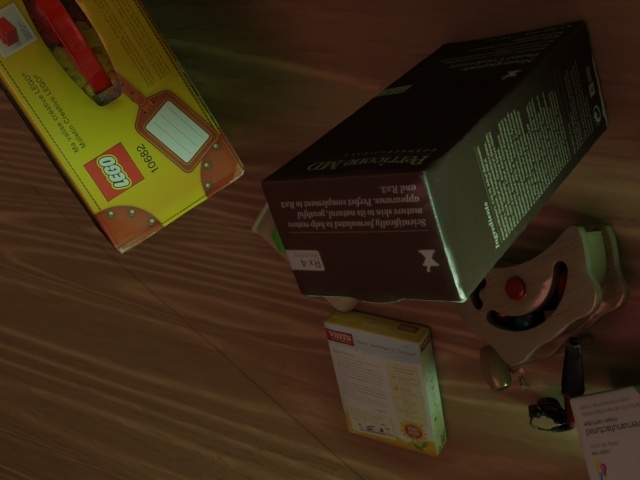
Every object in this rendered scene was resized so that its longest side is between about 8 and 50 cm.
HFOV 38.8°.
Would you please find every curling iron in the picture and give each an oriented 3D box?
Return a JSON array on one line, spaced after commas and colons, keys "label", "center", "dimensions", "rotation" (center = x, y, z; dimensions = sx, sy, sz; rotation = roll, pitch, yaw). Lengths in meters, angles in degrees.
[{"label": "curling iron", "center": [0.322, 0.199, 1.208], "dimensions": [0.068, 0.035, 0.274], "rotation": [1, 149, 7]}]

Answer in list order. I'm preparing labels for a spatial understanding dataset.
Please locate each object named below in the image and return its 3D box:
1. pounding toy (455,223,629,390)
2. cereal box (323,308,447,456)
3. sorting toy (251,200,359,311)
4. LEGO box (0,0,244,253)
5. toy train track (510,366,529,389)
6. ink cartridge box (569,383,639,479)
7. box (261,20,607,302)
[{"label": "pounding toy", "center": [0.285, 0.069, 1.183], "dimensions": [0.269, 0.154, 0.154], "rotation": [-46, 60, 39]}, {"label": "cereal box", "center": [0.106, 0.228, 1.461], "dimensions": [0.173, 0.047, 0.240], "rotation": [10, 127, 32]}, {"label": "sorting toy", "center": [0.000, 0.000, 1.376], "dimensions": [0.208, 0.038, 0.193], "rotation": [41, 137, 5]}, {"label": "LEGO box", "center": [-0.345, -0.255, 1.224], "dimensions": [0.500, 0.193, 0.372], "rotation": [58, 168, -13]}, {"label": "toy train track", "center": [0.268, 0.191, 1.330], "dimensions": [0.083, 0.014, 0.048], "rotation": [41, 137, 6]}, {"label": "ink cartridge box", "center": [0.449, 0.308, 1.109], "dimensions": [0.201, 0.117, 0.278], "rotation": [-25, 72, 46]}, {"label": "box", "center": [0.134, -0.091, 0.944], "dimensions": [0.191, 0.381, 0.143], "rotation": [-1, 121, 39]}]
